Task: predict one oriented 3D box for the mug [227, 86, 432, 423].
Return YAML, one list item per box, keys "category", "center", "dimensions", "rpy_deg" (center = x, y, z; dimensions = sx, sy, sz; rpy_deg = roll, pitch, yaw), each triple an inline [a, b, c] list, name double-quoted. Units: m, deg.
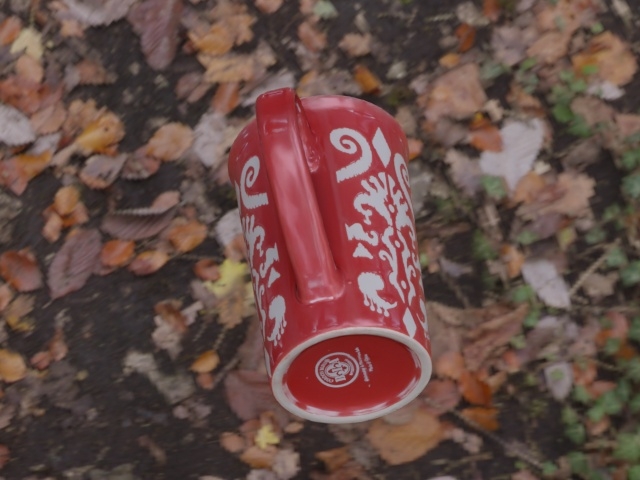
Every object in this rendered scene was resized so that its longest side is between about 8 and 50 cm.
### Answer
- category: "mug"
  center: [-0.005, 0.006, 0.816]
  dimensions: [0.150, 0.113, 0.169]
  rpy_deg: [29, 38, -36]
